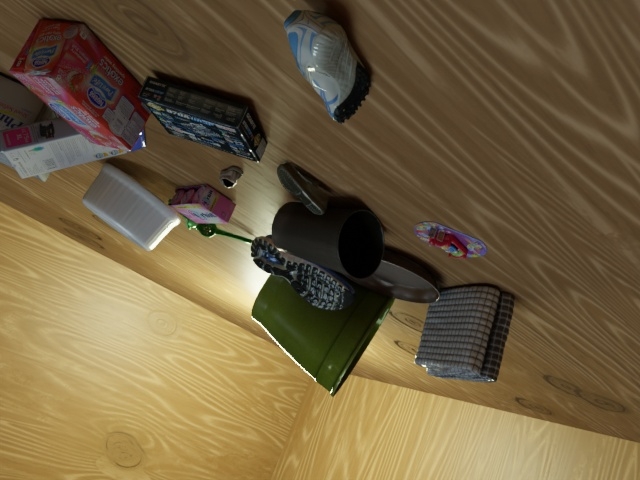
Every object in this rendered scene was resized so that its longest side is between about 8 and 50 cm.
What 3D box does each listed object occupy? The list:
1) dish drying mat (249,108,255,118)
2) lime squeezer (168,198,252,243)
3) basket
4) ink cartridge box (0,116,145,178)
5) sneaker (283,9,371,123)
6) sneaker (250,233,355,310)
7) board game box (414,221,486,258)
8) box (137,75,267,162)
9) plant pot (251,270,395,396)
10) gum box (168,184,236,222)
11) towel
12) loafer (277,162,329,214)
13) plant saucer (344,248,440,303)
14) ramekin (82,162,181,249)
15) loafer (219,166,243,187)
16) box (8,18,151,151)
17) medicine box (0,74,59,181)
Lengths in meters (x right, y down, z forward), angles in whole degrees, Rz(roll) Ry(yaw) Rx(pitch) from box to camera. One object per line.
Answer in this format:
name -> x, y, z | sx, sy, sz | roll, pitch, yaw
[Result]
dish drying mat -> -0.168, -0.256, 1.314 | 0.083, 0.008, 0.032 | 18, 163, 13
lime squeezer -> -0.364, -0.048, 2.080 | 0.310, 0.058, 0.110 | 30, 174, -37
basket -> 0.007, -0.012, 1.604 | 0.227, 0.154, 0.204 | 14, 165, 36
ink cartridge box -> -0.576, -0.236, 1.597 | 0.311, 0.065, 0.186 | -14, 170, -14
sneaker -> 0.013, -0.254, 0.995 | 0.086, 0.085, 0.237 | 44, 176, 25
sneaker -> -0.031, 0.067, 1.894 | 0.330, 0.147, 0.129 | 34, 129, 19
board game box -> 0.285, 0.013, 1.520 | 0.169, 0.033, 0.133 | 22, 163, 1
box -> -0.230, -0.238, 1.349 | 0.220, 0.051, 0.175 | 19, 168, 13
plant pot -> -0.009, 0.230, 2.096 | 0.353, 0.366, 0.366 | 32, 165, 11
gum box -> -0.337, -0.100, 1.903 | 0.107, 0.062, 0.188 | 35, 160, -34
towel -> 0.382, 0.251, 1.787 | 0.121, 0.235, 0.284 | 22, 164, -18
loafer -> -0.037, -0.120, 1.498 | 0.148, 0.050, 0.056 | 48, 150, -22
plant saucer -> 0.184, 0.088, 1.847 | 0.311, 0.050, 0.310 | 21, 164, 6
ramekin -> -0.561, -0.090, 1.988 | 0.277, 0.135, 0.277 | 34, 168, 8
loafer -> -0.226, -0.148, 1.657 | 0.045, 0.039, 0.125 | 27, 162, -18
box -> -0.462, -0.301, 1.338 | 0.123, 0.128, 0.257 | 14, 162, 26
medicine box -> -0.823, -0.306, 1.740 | 0.264, 0.149, 0.289 | 24, 162, -6
